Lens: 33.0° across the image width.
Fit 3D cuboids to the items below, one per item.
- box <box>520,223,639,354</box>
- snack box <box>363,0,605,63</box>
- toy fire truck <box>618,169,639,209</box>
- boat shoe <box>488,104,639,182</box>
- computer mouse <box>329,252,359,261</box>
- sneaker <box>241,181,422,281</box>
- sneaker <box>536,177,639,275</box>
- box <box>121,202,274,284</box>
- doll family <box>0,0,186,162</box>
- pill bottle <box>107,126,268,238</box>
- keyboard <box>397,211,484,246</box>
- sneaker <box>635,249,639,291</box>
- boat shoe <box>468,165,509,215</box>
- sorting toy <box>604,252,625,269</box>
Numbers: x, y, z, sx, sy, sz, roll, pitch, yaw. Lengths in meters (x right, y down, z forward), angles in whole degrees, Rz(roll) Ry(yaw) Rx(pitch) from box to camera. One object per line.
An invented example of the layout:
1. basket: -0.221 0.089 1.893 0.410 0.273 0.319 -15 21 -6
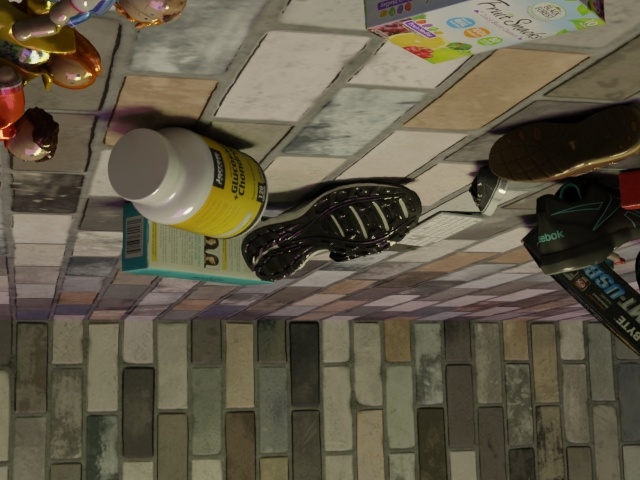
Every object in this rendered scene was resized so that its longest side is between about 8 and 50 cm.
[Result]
1. box: 0.465 0.097 1.741 0.073 0.295 0.293 -47 162 4
2. snack box: 0.115 -0.166 0.762 0.141 0.037 0.100 -8 169 34
3. toy fire truck: 0.449 -0.080 1.299 0.192 0.047 0.135 -7 169 26
4. boat shoe: 0.264 -0.094 1.137 0.178 0.064 0.060 -11 164 36
5. computer mouse: 0.000 0.000 1.596 0.071 0.041 0.242 -13 -170 -23
6. sneaker: 0.018 -0.028 1.468 0.272 0.100 0.108 -16 -163 33
7. sneaker: 0.376 -0.038 1.424 0.267 0.106 0.101 -20 180 -43
8. box: -0.171 0.006 1.563 0.060 0.100 0.244 -8 168 42
9. doll family: -0.178 -0.151 0.678 0.163 0.118 0.263 14 145 -37
10. pill bottle: -0.140 -0.063 1.147 0.103 0.103 0.184 -6 170 25
11. keyboard: 0.183 -0.016 1.742 0.072 0.014 0.256 1 170 -14
12. sneaker: 0.673 0.009 1.733 0.344 0.134 0.146 -10 -154 8
13. boat shoe: 0.210 -0.067 1.366 0.040 0.049 0.142 17 169 3
14. sorting toy: 0.500 0.050 2.085 0.132 0.046 0.274 -6 170 27
